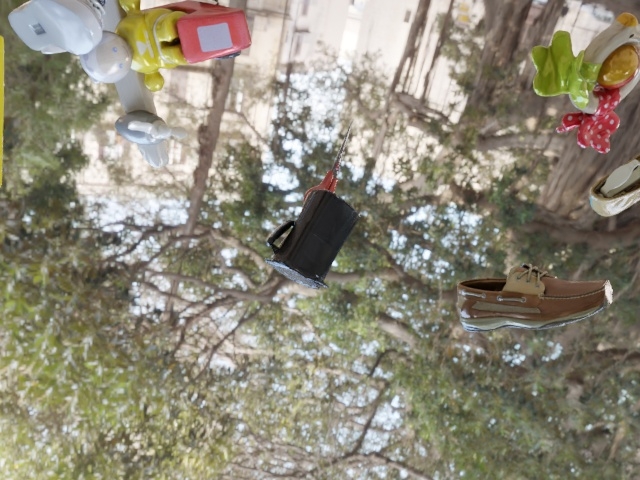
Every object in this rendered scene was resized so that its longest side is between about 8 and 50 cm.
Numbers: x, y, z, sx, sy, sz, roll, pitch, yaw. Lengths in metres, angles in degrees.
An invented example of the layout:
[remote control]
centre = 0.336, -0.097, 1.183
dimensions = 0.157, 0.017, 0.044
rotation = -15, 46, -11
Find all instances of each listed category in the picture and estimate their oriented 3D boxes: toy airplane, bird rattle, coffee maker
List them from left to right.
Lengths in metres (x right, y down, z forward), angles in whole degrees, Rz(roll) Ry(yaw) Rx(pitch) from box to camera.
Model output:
[toy airplane]
centre = -0.365, -0.367, 1.113
dimensions = 0.386, 0.384, 0.272
rotation = 40, -145, -9
[coffee maker]
centre = 0.000, 0.000, 1.199
dimensions = 0.171, 0.178, 0.120
rotation = 21, 166, 37
[bird rattle]
centre = 0.503, -0.278, 1.071
dimensions = 0.253, 0.207, 0.143
rotation = 31, -160, -38

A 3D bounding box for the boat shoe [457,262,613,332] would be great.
[boat shoe]
centre = 0.424, 0.113, 1.257
dimensions = 0.323, 0.120, 0.122
rotation = -14, -173, 38

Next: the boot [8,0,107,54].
[boot]
centre = -0.377, -0.357, 0.929
dimensions = 0.258, 0.095, 0.123
rotation = 18, -123, 42

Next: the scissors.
[scissors]
centre = 0.035, -0.158, 1.472
dimensions = 0.021, 0.109, 0.297
rotation = 5, -126, 35

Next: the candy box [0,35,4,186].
[candy box]
centre = -0.290, -0.081, 0.467
dimensions = 0.027, 0.105, 0.205
rotation = -1, 178, -44

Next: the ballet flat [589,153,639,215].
[ballet flat]
centre = 0.569, -0.126, 1.035
dimensions = 0.073, 0.232, 0.080
rotation = 33, -156, -43
